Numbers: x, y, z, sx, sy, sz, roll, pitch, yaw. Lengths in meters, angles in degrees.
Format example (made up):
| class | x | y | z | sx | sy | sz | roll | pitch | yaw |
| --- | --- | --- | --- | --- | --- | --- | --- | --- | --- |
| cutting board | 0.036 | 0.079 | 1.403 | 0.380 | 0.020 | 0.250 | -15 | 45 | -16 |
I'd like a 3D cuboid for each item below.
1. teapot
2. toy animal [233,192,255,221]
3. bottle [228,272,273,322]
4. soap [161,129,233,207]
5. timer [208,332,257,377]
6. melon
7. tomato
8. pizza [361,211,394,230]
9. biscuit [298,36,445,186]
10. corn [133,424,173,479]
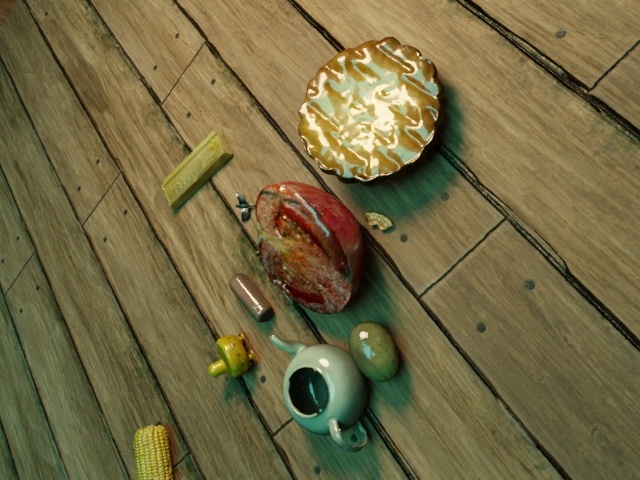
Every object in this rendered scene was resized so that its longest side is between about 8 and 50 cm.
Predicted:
| class | x | y | z | sx | sy | sz | roll | pitch | yaw |
| --- | --- | --- | --- | --- | --- | --- | --- | --- | --- |
| teapot | 0.003 | 0.321 | 1.189 | 0.193 | 0.130 | 0.294 | -47 | 61 | 20 |
| toy animal | -0.196 | -0.091 | 1.445 | 0.028 | 0.050 | 0.084 | -139 | 31 | -62 |
| bottle | -0.174 | 0.142 | 1.380 | 0.140 | 0.053 | 0.053 | 46 | 108 | 30 |
| soap | -0.355 | -0.200 | 1.564 | 0.252 | 0.037 | 0.092 | -39 | 63 | 24 |
| timer | -0.226 | 0.289 | 1.359 | 0.107 | 0.109 | 0.107 | 48 | 151 | 38 |
| melon | 0.112 | 0.230 | 1.150 | 0.098 | 0.098 | 0.130 | -35 | 72 | 25 |
| tomato | 0.001 | -0.003 | 1.221 | 0.309 | 0.170 | 0.308 | 26 | 133 | 31 |
| pizza | 0.129 | -0.045 | 1.230 | 0.083 | 0.016 | 0.037 | 24 | 95 | 30 |
| biscuit | 0.113 | -0.271 | 1.198 | 0.326 | 0.107 | 0.325 | -4 | 77 | 20 |
| corn | -0.438 | 0.615 | 1.460 | 0.093 | 0.093 | 0.244 | -22 | 71 | 29 |
